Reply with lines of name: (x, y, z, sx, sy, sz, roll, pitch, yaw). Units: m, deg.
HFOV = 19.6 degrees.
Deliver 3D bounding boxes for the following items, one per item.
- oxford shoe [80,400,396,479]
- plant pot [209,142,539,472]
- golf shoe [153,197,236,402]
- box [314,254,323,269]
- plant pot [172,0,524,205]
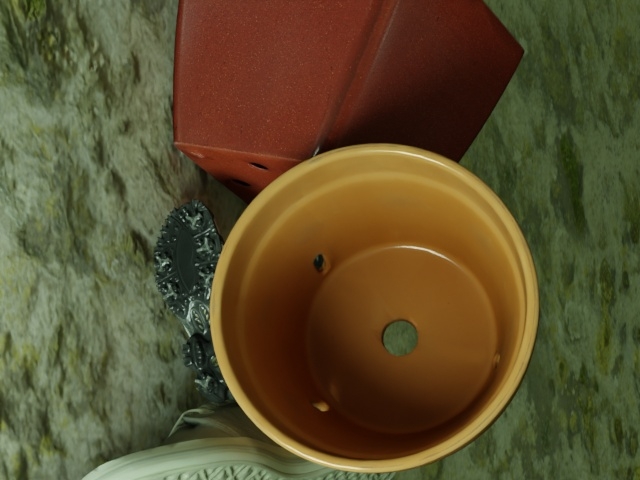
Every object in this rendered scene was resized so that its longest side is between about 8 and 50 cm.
oxford shoe: (-0.092, 0.215, 1.753, 0.449, 0.130, 0.169, -5, 137, -53)
plant pot: (0.062, 0.074, 1.702, 0.203, 0.291, 0.291, 47, 46, -75)
golf shoe: (-0.099, 0.060, 1.767, 0.094, 0.077, 0.198, 12, 62, -61)
box: (0.000, 0.000, 2.017, 0.081, 0.028, 0.136, 7, 83, -60)
plant pot: (0.003, -0.153, 1.831, 0.267, 0.267, 0.236, 39, 67, -53)
